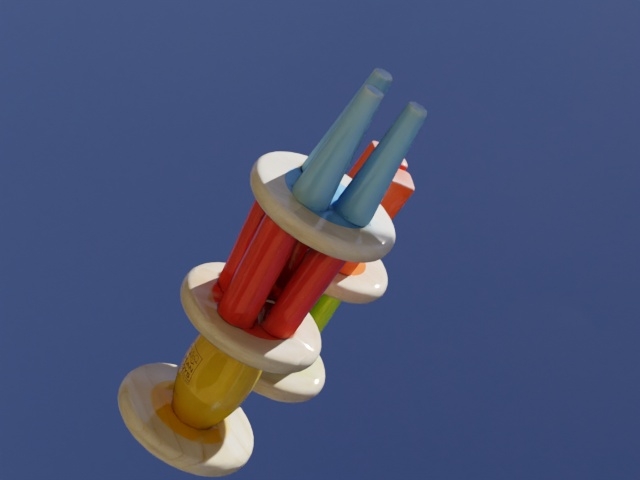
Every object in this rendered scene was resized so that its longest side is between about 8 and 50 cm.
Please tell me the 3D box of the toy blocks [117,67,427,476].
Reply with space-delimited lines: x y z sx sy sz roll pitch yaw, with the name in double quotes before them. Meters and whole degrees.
"toy blocks" 0.000 0.000 0.512 0.054 0.123 0.148 37 -64 8
